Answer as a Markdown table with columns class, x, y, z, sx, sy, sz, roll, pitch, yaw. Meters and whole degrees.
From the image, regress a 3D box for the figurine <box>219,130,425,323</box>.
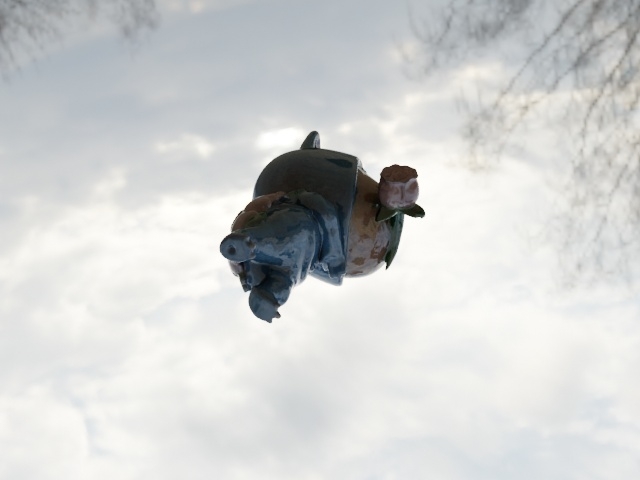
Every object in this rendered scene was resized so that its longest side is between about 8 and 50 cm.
| class | x | y | z | sx | sy | sz | roll | pitch | yaw |
| --- | --- | --- | --- | --- | --- | --- | --- | --- | --- |
| figurine | 0.003 | -0.004 | 0.772 | 0.145 | 0.114 | 0.178 | 4 | -156 | 23 |
